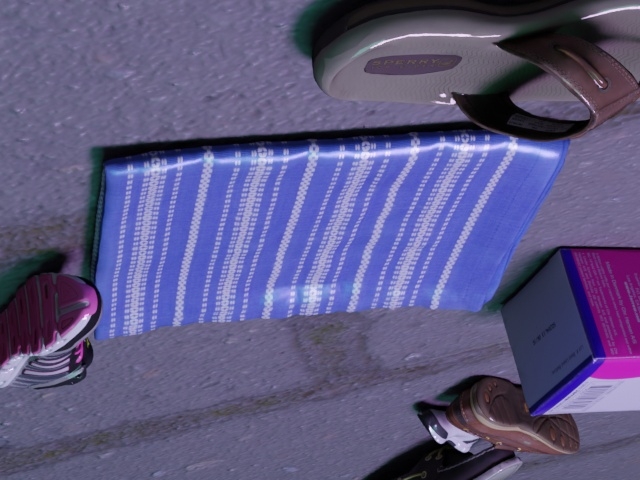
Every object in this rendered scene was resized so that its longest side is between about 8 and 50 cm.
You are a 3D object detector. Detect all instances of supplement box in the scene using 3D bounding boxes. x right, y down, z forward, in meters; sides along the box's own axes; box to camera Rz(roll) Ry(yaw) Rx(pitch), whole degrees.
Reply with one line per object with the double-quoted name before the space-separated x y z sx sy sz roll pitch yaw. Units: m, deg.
"supplement box" 0.290 0.081 1.267 0.220 0.114 0.111 2 148 -25

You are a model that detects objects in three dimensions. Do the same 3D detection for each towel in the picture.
"towel" 0.000 0.000 1.069 0.336 0.040 0.243 -5 151 -15

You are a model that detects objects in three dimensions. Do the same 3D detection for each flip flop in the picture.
"flip flop" 0.132 -0.101 0.888 0.277 0.080 0.112 -3 151 -18

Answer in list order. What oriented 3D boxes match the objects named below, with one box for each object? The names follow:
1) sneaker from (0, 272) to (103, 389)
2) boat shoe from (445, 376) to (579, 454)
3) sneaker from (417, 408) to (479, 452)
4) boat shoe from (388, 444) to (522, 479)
"sneaker" -0.200 0.072 1.094 0.075 0.063 0.170 9 151 -35
"boat shoe" 0.201 0.187 1.489 0.178 0.064 0.060 23 142 -39
"sneaker" 0.139 0.189 1.496 0.044 0.040 0.109 -41 149 15
"boat shoe" 0.129 0.268 1.596 0.081 0.068 0.228 -2 153 -45
